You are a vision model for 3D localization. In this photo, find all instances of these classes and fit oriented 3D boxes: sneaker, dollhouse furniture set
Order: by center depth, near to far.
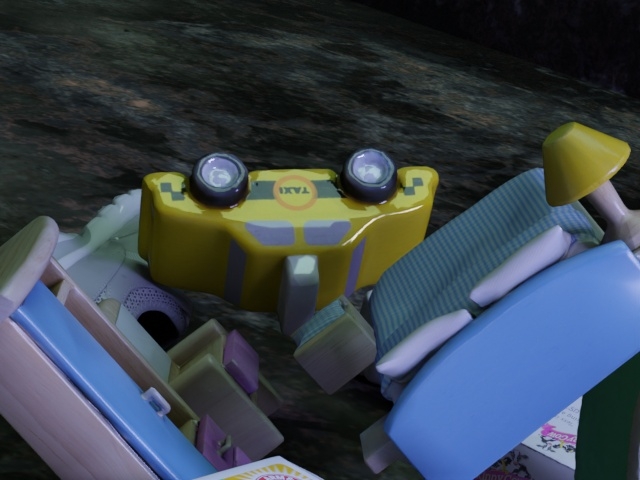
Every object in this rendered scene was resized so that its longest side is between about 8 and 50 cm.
[{"bbox_3d":[0.000,0.000,0.907,0.198,0.303,0.286,50,9,-13],"label":"dollhouse furniture set"},{"bbox_3d":[-0.133,0.047,1.174,0.115,0.105,0.281,40,21,6],"label":"sneaker"}]

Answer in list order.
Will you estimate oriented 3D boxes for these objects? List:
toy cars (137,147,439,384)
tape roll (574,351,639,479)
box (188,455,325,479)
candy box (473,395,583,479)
[{"bbox_3d":[0.051,0.045,1.159,0.394,0.176,0.087,28,42,-41],"label":"toy cars"},{"bbox_3d":[0.243,0.113,0.781,0.077,0.321,0.321,4,18,-31],"label":"tape roll"},{"bbox_3d":[-0.054,0.172,0.703,0.103,0.114,0.203,24,20,35],"label":"box"},{"bbox_3d":[0.193,0.118,1.096,0.165,0.070,0.196,25,38,34],"label":"candy box"}]
